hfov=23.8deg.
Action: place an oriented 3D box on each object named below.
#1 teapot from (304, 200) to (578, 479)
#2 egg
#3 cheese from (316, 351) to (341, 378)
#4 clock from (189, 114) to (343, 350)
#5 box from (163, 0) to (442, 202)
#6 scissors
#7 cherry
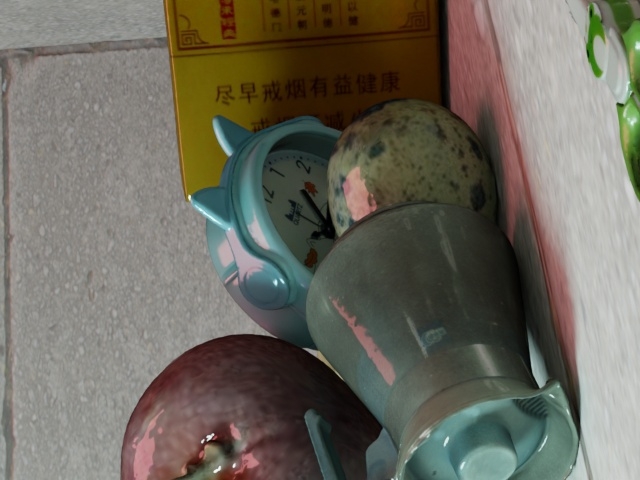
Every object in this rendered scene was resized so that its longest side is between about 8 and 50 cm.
[{"bbox_3d":[0.077,0.100,1.118,0.171,0.203,0.225,42,-163,-36],"label":"teapot"},{"bbox_3d":[0.078,-0.029,1.265,0.141,0.141,0.181,-137,33,-83],"label":"egg"},{"bbox_3d":[0.065,0.083,1.623,0.266,0.127,0.233,-115,24,-70],"label":"cheese"},{"bbox_3d":[0.000,0.000,1.356,0.094,0.274,0.223,-43,24,40],"label":"clock"},{"bbox_3d":[-0.020,-0.256,1.431,0.116,0.264,0.415,-95,0,-70],"label":"box"},{"bbox_3d":[0.160,-0.108,0.814,0.204,0.027,0.101,-103,10,-50],"label":"scissors"},{"bbox_3d":[-0.037,0.209,1.270,0.307,0.221,0.261,14,-133,-48],"label":"cherry"}]
